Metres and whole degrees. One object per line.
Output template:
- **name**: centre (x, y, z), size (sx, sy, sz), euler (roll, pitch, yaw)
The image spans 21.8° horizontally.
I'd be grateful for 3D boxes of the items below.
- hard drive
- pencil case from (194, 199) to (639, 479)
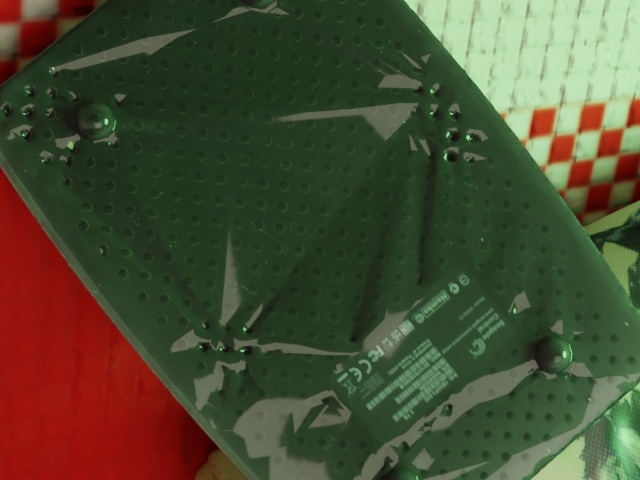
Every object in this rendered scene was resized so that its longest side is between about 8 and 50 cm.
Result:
- **hard drive**: centre (0.000, 0.000, 0.671), size (0.172, 0.054, 0.254), euler (-40, 97, -8)
- **pencil case**: centre (0.145, 0.089, 0.817), size (0.410, 0.160, 0.183), euler (-30, 111, -16)
